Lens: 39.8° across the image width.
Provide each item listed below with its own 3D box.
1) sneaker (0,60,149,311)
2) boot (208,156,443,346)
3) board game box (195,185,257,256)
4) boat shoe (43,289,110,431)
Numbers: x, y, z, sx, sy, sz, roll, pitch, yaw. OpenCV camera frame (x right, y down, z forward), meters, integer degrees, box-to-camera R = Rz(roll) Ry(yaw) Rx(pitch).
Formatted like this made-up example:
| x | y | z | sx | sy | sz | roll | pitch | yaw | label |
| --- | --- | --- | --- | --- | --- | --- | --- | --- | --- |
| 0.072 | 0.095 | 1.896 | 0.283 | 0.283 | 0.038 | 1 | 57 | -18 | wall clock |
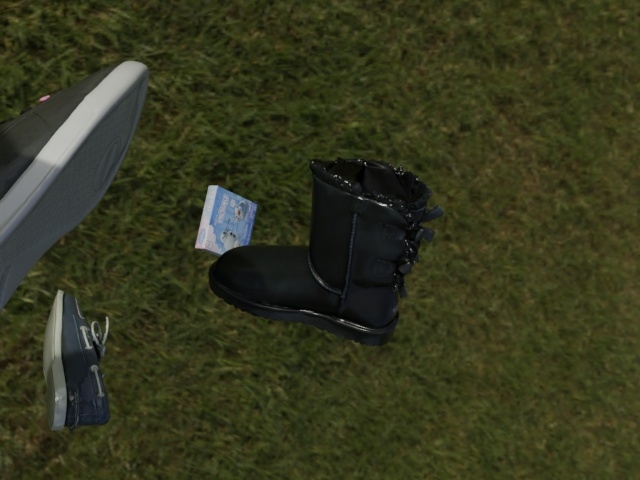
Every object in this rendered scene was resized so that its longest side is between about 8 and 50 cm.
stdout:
| x | y | z | sx | sy | sz | roll | pitch | yaw | label |
| --- | --- | --- | --- | --- | --- | --- | --- | --- | --- |
| -0.231 | -0.051 | 0.576 | 0.296 | 0.146 | 0.105 | -60 | 174 | -40 | sneaker |
| -0.001 | 0.000 | 0.481 | 0.045 | 0.121 | 0.099 | -60 | 163 | -52 | boot |
| -0.131 | -0.021 | 1.241 | 0.090 | 0.020 | 0.090 | 24 | 74 | -51 | board game box |
| -0.326 | 0.155 | 1.187 | 0.079 | 0.254 | 0.095 | 6 | 115 | -22 | boat shoe |
